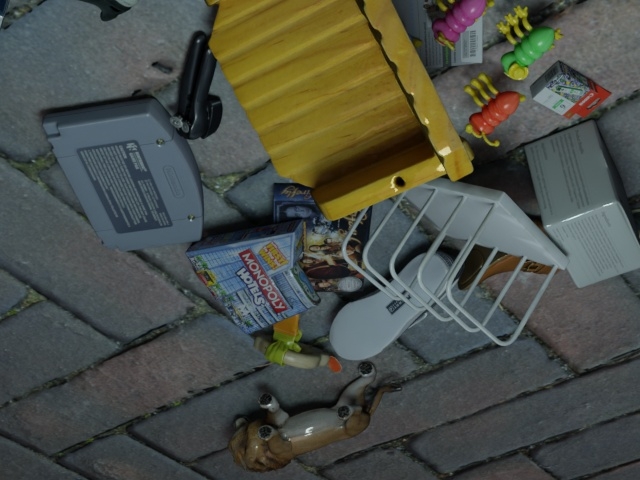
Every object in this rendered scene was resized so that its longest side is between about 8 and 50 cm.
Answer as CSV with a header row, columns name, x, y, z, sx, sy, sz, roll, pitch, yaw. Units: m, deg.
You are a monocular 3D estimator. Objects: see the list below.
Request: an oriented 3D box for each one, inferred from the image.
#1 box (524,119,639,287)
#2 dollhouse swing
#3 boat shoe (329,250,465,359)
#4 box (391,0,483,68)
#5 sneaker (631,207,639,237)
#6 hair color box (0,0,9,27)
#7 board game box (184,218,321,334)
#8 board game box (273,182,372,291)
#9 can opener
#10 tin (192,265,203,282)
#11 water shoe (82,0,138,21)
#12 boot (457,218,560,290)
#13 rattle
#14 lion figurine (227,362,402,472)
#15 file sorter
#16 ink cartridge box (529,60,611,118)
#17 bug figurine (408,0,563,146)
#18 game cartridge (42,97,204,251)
name,x,y,z,sx,sy,sz,roll,pitch,yaw
box,0.417,-0.056,1.567,0.119,0.181,0.182,-21,136,20
dollhouse swing,0.000,-0.187,1.205,0.315,0.305,0.347,-23,106,22
boat shoe,0.141,0.115,1.816,0.301,0.108,0.102,-45,162,30
box,0.130,-0.302,1.380,0.186,0.038,0.145,-7,139,4
sneaker,0.517,-0.008,1.699,0.192,0.086,0.064,5,139,-8
hair color box,-0.590,-0.317,1.279,0.347,0.105,0.174,17,135,-22
board game box,-0.091,0.052,1.662,0.194,0.060,0.194,-24,107,24
board game box,0.000,0.000,1.720,0.165,0.042,0.243,0,139,-2
can opener,-0.181,-0.221,1.457,0.059,0.073,0.186,33,139,20
tin,-0.131,0.061,1.750,0.190,0.040,0.106,20,144,4
water shoe,-0.328,-0.351,1.277,0.080,0.073,0.203,-32,131,33
boot,0.345,0.039,1.762,0.152,0.073,0.197,14,139,-24
rattle,-0.024,0.181,1.939,0.200,0.143,0.130,11,172,-37
lion figurine,-0.012,0.390,2.103,0.392,0.142,0.240,-10,146,3
file sorter,0.194,0.022,1.543,0.193,0.173,0.278,40,168,-35
ink cartridge box,0.378,-0.217,1.495,0.115,0.029,0.063,23,133,-26
bug figurine,0.198,-0.244,1.365,0.279,0.072,0.216,21,134,-25
game cartridge,-0.295,-0.100,1.585,0.198,0.062,0.297,-11,139,3
